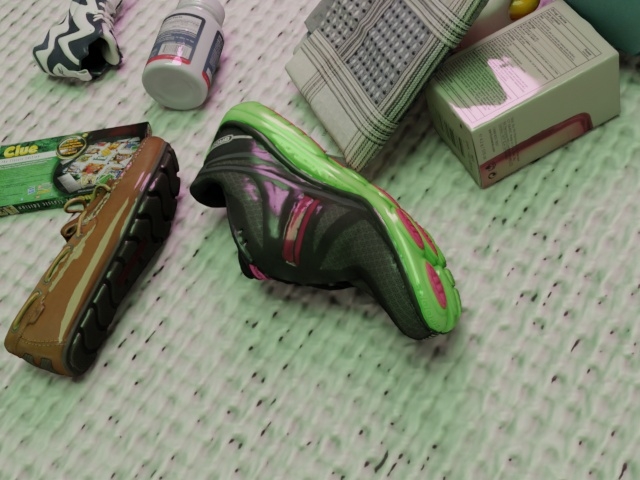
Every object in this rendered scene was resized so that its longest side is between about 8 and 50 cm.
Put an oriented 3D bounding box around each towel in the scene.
[{"bbox_3d":[0.079,-0.308,1.556,0.312,0.056,0.324,-53,38,24],"label":"towel"}]

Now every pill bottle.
[{"bbox_3d":[-0.215,-0.312,1.746,0.107,0.108,0.180,2,55,18],"label":"pill bottle"}]

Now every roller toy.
[{"bbox_3d":[0.208,-0.355,1.622,0.191,0.146,0.209,-35,53,-9],"label":"roller toy"}]

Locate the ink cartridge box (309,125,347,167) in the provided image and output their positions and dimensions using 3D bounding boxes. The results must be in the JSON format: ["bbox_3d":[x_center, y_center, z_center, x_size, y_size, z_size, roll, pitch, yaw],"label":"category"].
[{"bbox_3d":[0.023,-0.137,1.593,0.083,0.028,0.048,15,60,27],"label":"ink cartridge box"}]

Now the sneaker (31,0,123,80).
[{"bbox_3d":[-0.370,-0.365,1.844,0.153,0.094,0.235,26,66,30],"label":"sneaker"}]

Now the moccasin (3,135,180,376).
[{"bbox_3d":[-0.319,0.009,1.534,0.146,0.139,0.380,18,71,18],"label":"moccasin"}]

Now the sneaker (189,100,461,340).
[{"bbox_3d":[0.000,0.000,1.435,0.202,0.185,0.483,-51,51,1],"label":"sneaker"}]

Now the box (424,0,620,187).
[{"bbox_3d":[0.280,-0.206,1.502,0.232,0.127,0.149,-28,51,-5],"label":"box"}]

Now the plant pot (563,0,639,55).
[{"bbox_3d":[0.467,-0.375,1.505,0.290,0.290,0.196,-21,88,1],"label":"plant pot"}]

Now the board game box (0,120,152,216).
[{"bbox_3d":[-0.397,-0.113,1.707,0.259,0.030,0.136,-7,55,12],"label":"board game box"}]
